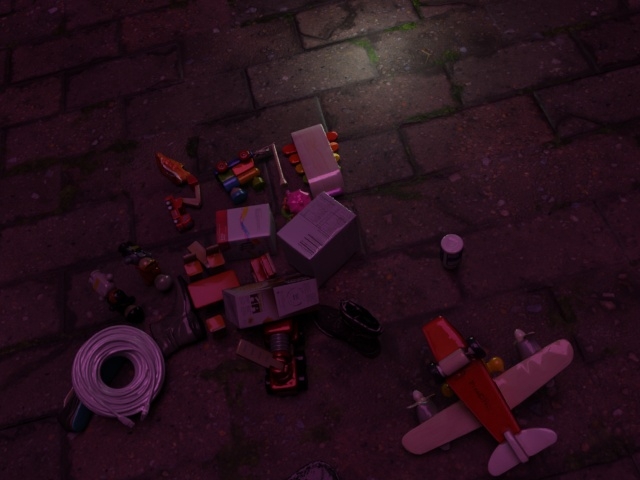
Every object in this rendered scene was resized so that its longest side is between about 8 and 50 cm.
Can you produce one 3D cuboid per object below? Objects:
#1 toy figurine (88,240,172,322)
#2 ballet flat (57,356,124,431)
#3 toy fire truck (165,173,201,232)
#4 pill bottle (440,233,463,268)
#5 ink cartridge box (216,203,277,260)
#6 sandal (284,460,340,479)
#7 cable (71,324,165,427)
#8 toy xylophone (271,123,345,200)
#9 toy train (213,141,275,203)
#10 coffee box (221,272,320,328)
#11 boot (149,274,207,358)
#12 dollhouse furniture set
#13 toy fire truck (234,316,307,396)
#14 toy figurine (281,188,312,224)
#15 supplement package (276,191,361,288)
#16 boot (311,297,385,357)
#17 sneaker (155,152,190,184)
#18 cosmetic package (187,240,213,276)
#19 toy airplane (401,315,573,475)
[{"bbox_3d":[-0.586,0.131,1.939,0.148,0.209,0.213,37,71,20],"label":"toy figurine"},{"bbox_3d":[-0.691,0.425,1.848,0.096,0.095,0.280,12,61,29],"label":"ballet flat"},{"bbox_3d":[-0.465,-0.129,2.171,0.135,0.047,0.192,-25,59,-8],"label":"toy fire truck"},{"bbox_3d":[0.398,0.038,1.895,0.067,0.120,0.067,-4,59,6],"label":"pill bottle"},{"bbox_3d":[-0.237,-0.025,2.025,0.176,0.128,0.127,-9,58,4],"label":"ink cartridge box"},{"bbox_3d":[-0.144,0.719,1.575,0.446,0.107,0.167,-38,61,-14],"label":"sandal"},{"bbox_3d":[-0.579,0.379,1.798,0.257,0.089,0.257,30,64,-10],"label":"cable"},{"bbox_3d":[-0.042,-0.278,2.176,0.236,0.081,0.322,-11,58,2],"label":"toy xylophone"},{"bbox_3d":[-0.234,-0.240,2.178,0.248,0.105,0.143,-29,70,-9],"label":"toy train"},{"bbox_3d":[-0.141,0.169,1.789,0.247,0.141,0.098,-11,99,-23],"label":"coffee box"},{"bbox_3d":[-0.464,0.233,1.937,0.161,0.083,0.246,-25,57,0],"label":"boot"},{"bbox_3d":[-0.271,0.130,1.900,0.259,0.135,0.262,-20,72,-16],"label":"dollhouse furniture set"},{"bbox_3d":[-0.134,0.301,1.744,0.159,0.246,0.217,-7,59,4],"label":"toy fire truck"},{"bbox_3d":[-0.074,-0.113,2.036,0.130,0.159,0.173,-39,61,-15],"label":"toy figurine"},{"bbox_3d":[0.000,0.000,1.936,0.149,0.194,0.203,38,70,27],"label":"supplement package"},{"bbox_3d":[0.077,0.220,1.771,0.263,0.229,0.091,28,67,22],"label":"boot"},{"bbox_3d":[-0.539,-0.263,2.266,0.067,0.064,0.175,-32,63,-34],"label":"sneaker"},{"bbox_3d":[-0.381,0.059,2.038,0.041,0.060,0.115,-41,60,-17],"label":"cosmetic package"},{"bbox_3d":[0.428,0.400,1.622,0.386,0.272,0.384,9,99,4],"label":"toy airplane"}]
